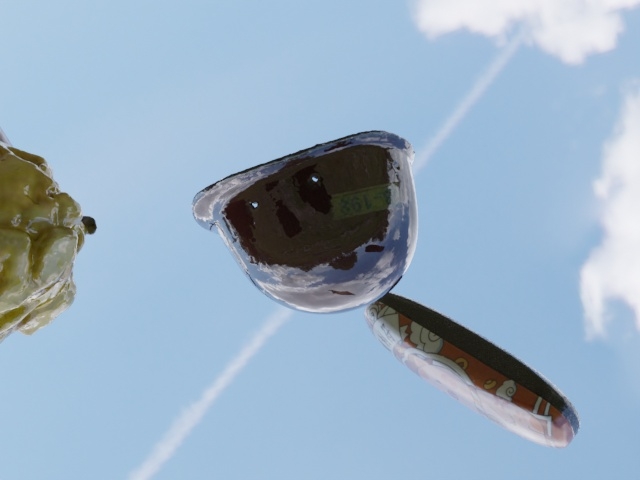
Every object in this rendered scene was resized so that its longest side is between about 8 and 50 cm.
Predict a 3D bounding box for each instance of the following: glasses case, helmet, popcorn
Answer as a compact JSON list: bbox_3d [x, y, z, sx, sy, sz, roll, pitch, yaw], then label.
[{"bbox_3d":[0.158,0.136,1.543,0.266,0.103,0.067,29,-108,30],"label":"glasses case"},{"bbox_3d":[0.000,0.000,1.054,0.155,0.175,0.106,-39,-120,47],"label":"helmet"},{"bbox_3d":[-0.237,0.003,1.013,0.167,0.152,0.148,29,-83,44],"label":"popcorn"}]

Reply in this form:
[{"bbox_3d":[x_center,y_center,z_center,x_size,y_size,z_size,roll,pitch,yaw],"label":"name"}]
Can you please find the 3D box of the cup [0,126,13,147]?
[{"bbox_3d":[-0.379,-0.053,1.319,0.200,0.253,0.191,-33,-148,-7],"label":"cup"}]
